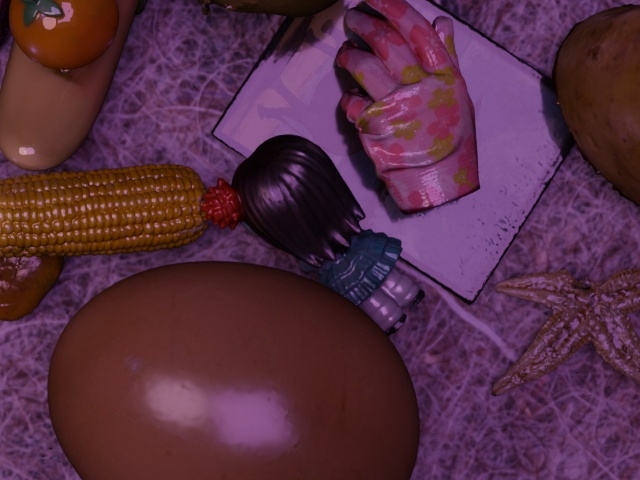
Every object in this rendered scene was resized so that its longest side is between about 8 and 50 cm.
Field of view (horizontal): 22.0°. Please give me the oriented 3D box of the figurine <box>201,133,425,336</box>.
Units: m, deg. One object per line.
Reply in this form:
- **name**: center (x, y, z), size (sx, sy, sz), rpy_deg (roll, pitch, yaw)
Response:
- **figurine**: center (0.000, 0.000, 1.734), size (0.245, 0.110, 0.138), rpy_deg (46, 61, -10)

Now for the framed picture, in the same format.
- **framed picture**: center (0.093, -0.130, 1.806), size (0.347, 0.016, 0.265), rpy_deg (34, 85, -2)

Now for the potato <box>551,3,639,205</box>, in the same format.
- **potato**: center (0.398, -0.146, 1.726), size (0.242, 0.242, 0.285), rpy_deg (-34, 89, -5)

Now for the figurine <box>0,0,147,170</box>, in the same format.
- **figurine**: center (-0.253, -0.228, 1.683), size (0.124, 0.222, 0.325), rpy_deg (18, 85, -5)

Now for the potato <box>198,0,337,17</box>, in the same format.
- **potato**: center (-0.049, -0.402, 1.656), size (0.219, 0.270, 0.359), rpy_deg (17, 115, 20)

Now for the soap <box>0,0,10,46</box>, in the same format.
- **soap**: center (-0.410, -0.256, 1.740), size (0.250, 0.099, 0.162), rpy_deg (-38, 83, -5)

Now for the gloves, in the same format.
- **gloves**: center (0.094, -0.158, 1.743), size (0.145, 0.126, 0.241), rpy_deg (-19, 96, 0)

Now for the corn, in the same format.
- **corn**: center (-0.235, -0.029, 1.710), size (0.244, 0.093, 0.093), rpy_deg (-6, 87, -24)

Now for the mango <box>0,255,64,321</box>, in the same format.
- **mango**: center (-0.317, 0.032, 1.751), size (0.079, 0.057, 0.114), rpy_deg (23, 94, -6)

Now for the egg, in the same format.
- **egg**: center (-0.087, 0.172, 1.635), size (0.373, 0.301, 0.301), rpy_deg (11, 86, 1)

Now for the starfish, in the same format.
- **starfish**: center (0.308, 0.099, 1.793), size (0.247, 0.050, 0.138), rpy_deg (-1, 89, -1)
